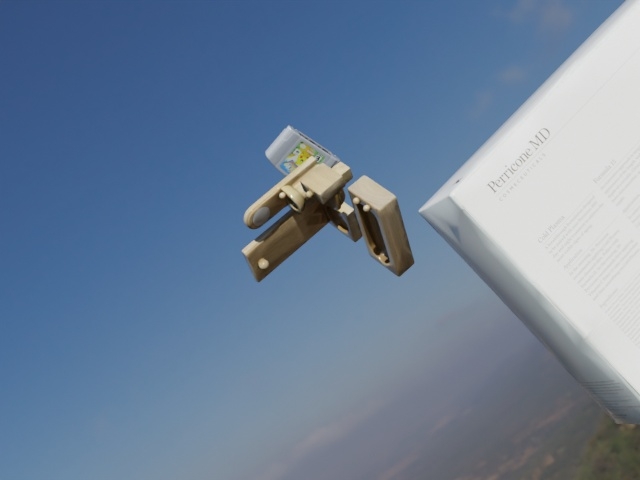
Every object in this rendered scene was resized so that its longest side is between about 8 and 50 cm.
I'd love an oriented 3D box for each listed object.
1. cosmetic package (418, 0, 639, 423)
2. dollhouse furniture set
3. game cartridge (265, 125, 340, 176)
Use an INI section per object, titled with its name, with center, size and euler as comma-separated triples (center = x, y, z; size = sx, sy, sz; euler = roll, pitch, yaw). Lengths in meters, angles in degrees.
[cosmetic package]
center = 0.323, -0.057, 1.031
size = 0.377, 0.284, 0.097
euler = -44, 6, -17
[dollhouse furniture set]
center = 0.000, 0.000, 1.162
size = 0.123, 0.151, 0.144
euler = -40, -38, -16
[game cartridge]
center = -0.023, -0.099, 1.320
size = 0.056, 0.083, 0.017
euler = -46, 30, 23
